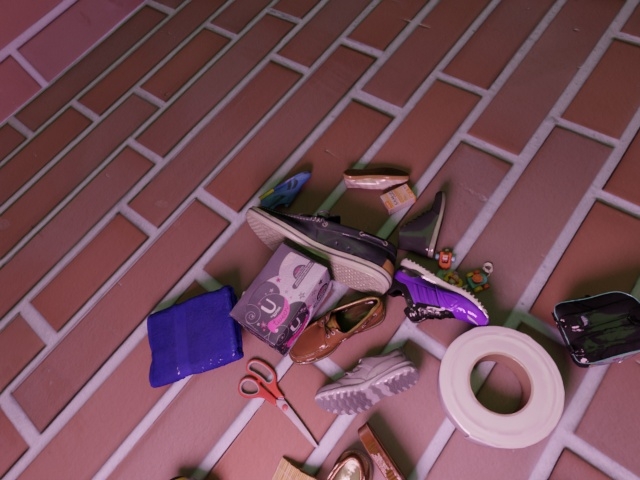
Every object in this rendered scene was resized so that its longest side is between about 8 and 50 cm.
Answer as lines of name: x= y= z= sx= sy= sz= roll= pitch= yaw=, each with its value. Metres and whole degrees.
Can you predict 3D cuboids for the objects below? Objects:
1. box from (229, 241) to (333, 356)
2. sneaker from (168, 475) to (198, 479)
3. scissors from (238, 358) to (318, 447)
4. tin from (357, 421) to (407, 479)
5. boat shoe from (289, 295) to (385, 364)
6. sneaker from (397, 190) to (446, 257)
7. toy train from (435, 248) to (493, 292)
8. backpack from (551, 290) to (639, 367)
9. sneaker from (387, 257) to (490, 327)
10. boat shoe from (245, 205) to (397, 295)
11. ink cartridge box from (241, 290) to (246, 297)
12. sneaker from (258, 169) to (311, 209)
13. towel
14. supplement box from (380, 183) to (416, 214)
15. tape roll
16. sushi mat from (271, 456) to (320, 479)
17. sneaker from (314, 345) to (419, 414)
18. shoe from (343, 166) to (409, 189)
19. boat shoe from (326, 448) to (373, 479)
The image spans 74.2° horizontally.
box: x=-0.099 y=0.162 z=1.165 sx=0.163 sy=0.142 sz=0.247 roll=28 pitch=71 yaw=22
sneaker: x=-0.378 y=0.769 z=1.008 sx=0.147 sy=0.145 sz=0.385 roll=9 pitch=61 yaw=38
scissors: x=-0.103 y=0.438 z=1.164 sx=0.297 sy=0.021 sz=0.109 roll=26 pitch=69 yaw=24
tin: x=0.155 y=0.531 z=1.019 sx=0.040 sy=0.106 sz=0.190 roll=-38 pitch=62 yaw=0
boat shoe: x=0.037 y=0.239 z=1.188 sx=0.307 sy=0.104 sz=0.111 roll=-31 pitch=62 yaw=-5
sneaker: x=0.312 y=-0.063 z=1.298 sx=0.118 sy=0.083 sz=0.222 roll=13 pitch=68 yaw=18
toy train: x=0.411 y=0.084 z=1.224 sx=0.166 sy=0.046 sz=0.125 roll=12 pitch=67 yaw=17
backpack: x=0.695 y=0.215 z=1.039 sx=0.188 sy=0.144 sz=0.166 roll=-26 pitch=57 yaw=24
sneaker: x=0.310 y=0.180 z=1.169 sx=0.293 sy=0.102 sz=0.146 roll=32 pitch=78 yaw=34
boat shoe: x=0.000 y=0.000 z=1.280 sx=0.499 sy=0.187 sz=0.156 roll=22 pitch=61 yaw=19
ink cartridge box: x=-0.152 y=0.217 z=1.262 sx=0.180 sy=0.060 sz=0.104 roll=7 pitch=65 yaw=14
sneaker: x=-0.109 y=-0.165 z=1.454 sx=0.209 sy=0.069 sz=0.082 roll=-35 pitch=95 yaw=-17
towel: x=-0.366 y=0.281 z=1.240 sx=0.308 sy=0.076 sz=0.228 roll=-22 pitch=64 yaw=16
supplement box: x=0.251 y=-0.134 z=1.372 sx=0.098 sy=0.036 sz=0.062 roll=-27 pitch=61 yaw=-2
tape roll: x=0.435 y=0.362 z=1.050 sx=0.285 sy=0.100 sz=0.287 roll=-4 pitch=63 yaw=8
sushi mat: x=-0.115 y=0.700 z=1.003 sx=0.151 sy=0.019 sz=0.317 roll=7 pitch=62 yaw=44
sneaker: x=0.118 y=0.372 z=1.129 sx=0.281 sy=0.105 sz=0.115 roll=-20 pitch=32 yaw=3
shoe: x=0.185 y=-0.204 z=1.416 sx=0.218 sy=0.058 sz=0.077 roll=2 pitch=33 yaw=8
boat shoe: x=0.025 y=0.647 z=0.976 sx=0.122 sy=0.120 sz=0.324 roll=14 pitch=67 yaw=18
